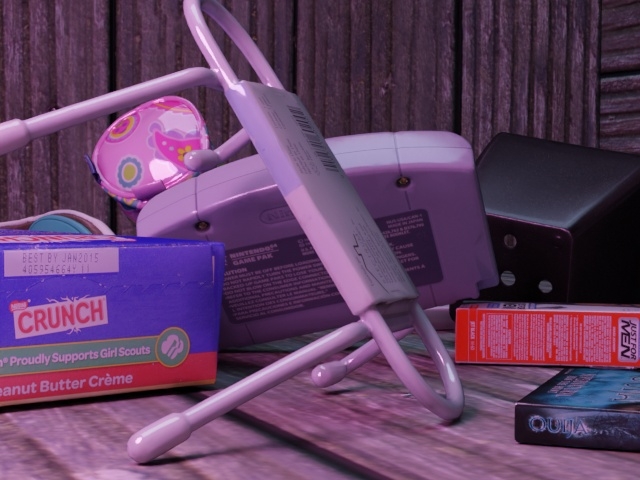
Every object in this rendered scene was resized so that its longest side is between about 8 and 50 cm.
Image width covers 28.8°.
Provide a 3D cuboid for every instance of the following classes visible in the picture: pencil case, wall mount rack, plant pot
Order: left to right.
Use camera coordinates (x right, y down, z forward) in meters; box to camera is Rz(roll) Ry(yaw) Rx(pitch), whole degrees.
[{"bbox_3d":[-0.121,-0.014,1.225,0.124,0.124,0.284,1,-32,18],"label":"pencil case"},{"bbox_3d":[-0.056,0.000,0.828,0.130,0.350,0.304,-35,-11,17],"label":"wall mount rack"},{"bbox_3d":[0.225,0.010,1.282,0.188,0.187,0.167,14,25,31],"label":"plant pot"}]

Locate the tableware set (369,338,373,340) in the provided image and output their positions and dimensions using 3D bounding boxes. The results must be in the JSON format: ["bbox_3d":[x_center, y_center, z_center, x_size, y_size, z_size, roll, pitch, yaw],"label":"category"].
[{"bbox_3d":[0.014,0.053,1.259,0.154,0.024,0.104,43,9,39],"label":"tableware set"}]

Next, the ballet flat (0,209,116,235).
[{"bbox_3d":[-0.307,0.042,1.396,0.400,0.139,0.139,1,2,44],"label":"ballet flat"}]

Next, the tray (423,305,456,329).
[{"bbox_3d":[0.116,0.080,1.487,0.145,0.030,0.270,-1,3,-19],"label":"tray"}]

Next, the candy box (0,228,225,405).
[{"bbox_3d":[-0.272,0.051,0.990,0.268,0.122,0.317,0,1,-38],"label":"candy box"}]

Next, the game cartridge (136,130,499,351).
[{"bbox_3d":[0.000,0.000,1.105,0.297,0.198,0.062,-12,42,7],"label":"game cartridge"}]

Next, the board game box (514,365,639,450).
[{"bbox_3d":[0.208,0.108,0.819,0.126,0.026,0.186,1,2,20],"label":"board game box"}]

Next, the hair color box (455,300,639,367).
[{"bbox_3d":[0.209,0.083,1.129,0.167,0.053,0.093,2,1,10],"label":"hair color box"}]
